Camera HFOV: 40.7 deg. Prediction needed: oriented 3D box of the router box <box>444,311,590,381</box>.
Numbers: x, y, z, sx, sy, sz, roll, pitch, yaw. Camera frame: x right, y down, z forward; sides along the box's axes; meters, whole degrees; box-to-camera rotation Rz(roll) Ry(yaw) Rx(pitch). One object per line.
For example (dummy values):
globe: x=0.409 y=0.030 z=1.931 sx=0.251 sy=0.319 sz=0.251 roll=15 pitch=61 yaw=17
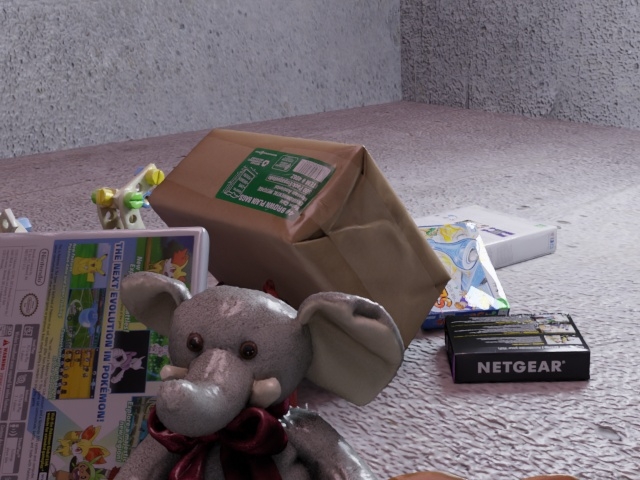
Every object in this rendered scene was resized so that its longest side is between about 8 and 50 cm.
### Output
router box: x=0.264 y=0.144 z=1.178 sx=0.178 sy=0.046 sz=0.133 roll=-2 pitch=17 yaw=4

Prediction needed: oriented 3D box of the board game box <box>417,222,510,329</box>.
board game box: x=0.205 y=0.052 z=1.370 sx=0.136 sy=0.035 sz=0.201 roll=-4 pitch=42 yaw=-8

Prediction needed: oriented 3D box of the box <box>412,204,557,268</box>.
box: x=0.252 y=0.004 z=1.639 sx=0.322 sy=0.059 sz=0.232 roll=-11 pitch=19 yaw=-31

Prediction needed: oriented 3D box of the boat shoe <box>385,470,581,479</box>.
boat shoe: x=0.143 y=0.257 z=0.790 sx=0.206 sy=0.073 sz=0.073 roll=1 pitch=54 yaw=1

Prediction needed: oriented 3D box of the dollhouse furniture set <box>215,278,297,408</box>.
dollhouse furniture set: x=-0.176 y=0.106 z=1.140 sx=0.201 sy=0.152 sz=0.374 roll=-8 pitch=22 yaw=-16

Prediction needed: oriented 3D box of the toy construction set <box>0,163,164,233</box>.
toy construction set: x=-0.413 y=-0.003 z=1.489 sx=0.327 sy=0.215 sz=0.151 roll=-14 pitch=19 yaw=-33

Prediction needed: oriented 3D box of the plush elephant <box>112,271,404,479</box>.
plush elephant: x=-0.069 y=0.157 z=0.722 sx=0.271 sy=0.255 sz=0.330 roll=-4 pitch=24 yaw=17

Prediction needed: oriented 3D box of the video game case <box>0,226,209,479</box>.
video game case: x=-0.273 y=0.142 z=0.898 sx=0.299 sy=0.329 sz=0.036 roll=-2 pitch=-26 yaw=3

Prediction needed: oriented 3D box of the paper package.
paper package: x=-0.030 y=0.005 z=1.213 sx=0.324 sy=0.309 sz=0.168 roll=16 pitch=63 yaw=46
